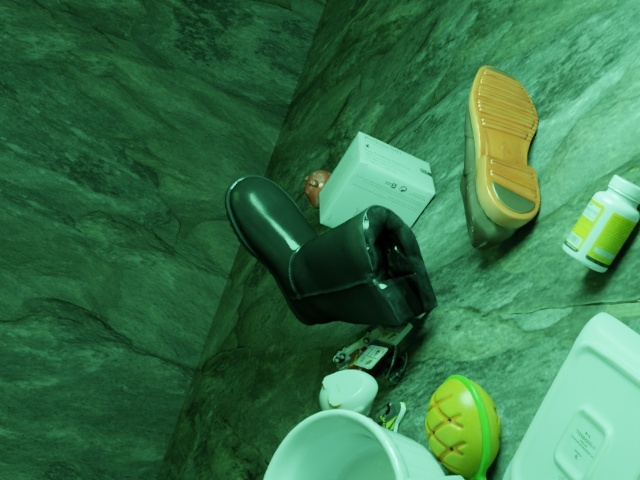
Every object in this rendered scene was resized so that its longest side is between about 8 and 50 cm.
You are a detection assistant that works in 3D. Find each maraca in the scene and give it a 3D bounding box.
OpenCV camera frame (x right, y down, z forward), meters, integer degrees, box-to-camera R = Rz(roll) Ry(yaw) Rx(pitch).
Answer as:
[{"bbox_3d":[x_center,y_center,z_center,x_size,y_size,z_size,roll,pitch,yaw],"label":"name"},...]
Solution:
[{"bbox_3d":[0.198,0.279,1.153,0.127,0.099,0.186,168,98,-71],"label":"maraca"}]

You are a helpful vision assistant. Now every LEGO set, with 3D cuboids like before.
[{"bbox_3d":[0.118,0.182,1.597,0.182,0.060,0.244,-45,12,-16],"label":"LEGO set"}]

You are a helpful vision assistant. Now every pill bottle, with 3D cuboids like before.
[{"bbox_3d":[0.368,-0.023,1.071,0.116,0.065,0.065,-62,17,16],"label":"pill bottle"}]

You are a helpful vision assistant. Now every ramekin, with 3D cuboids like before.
[{"bbox_3d":[0.050,0.379,1.134,0.277,0.135,0.277,-24,55,40],"label":"ramekin"}]

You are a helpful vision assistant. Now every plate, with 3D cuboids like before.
[{"bbox_3d":[0.309,0.238,0.942,0.278,0.045,0.277,-65,17,8],"label":"plate"}]

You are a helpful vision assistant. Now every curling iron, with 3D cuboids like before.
[{"bbox_3d":[0.090,0.261,1.613,0.274,0.035,0.068,-39,32,58],"label":"curling iron"}]

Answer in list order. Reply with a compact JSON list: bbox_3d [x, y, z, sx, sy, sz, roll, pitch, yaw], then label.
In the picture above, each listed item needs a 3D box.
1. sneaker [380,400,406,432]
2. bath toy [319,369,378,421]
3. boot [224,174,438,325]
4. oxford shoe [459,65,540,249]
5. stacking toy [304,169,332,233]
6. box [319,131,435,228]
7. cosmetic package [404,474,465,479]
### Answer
[{"bbox_3d":[0.118,0.316,1.453,0.083,0.035,0.031,-67,15,-2],"label":"sneaker"},{"bbox_3d":[0.056,0.377,1.378,0.348,0.151,0.129,-97,-11,-48],"label":"bath toy"},{"bbox_3d":[0.001,0.001,1.583,0.146,0.367,0.445,-38,8,-19],"label":"boot"},{"bbox_3d":[0.282,-0.150,1.414,0.133,0.130,0.364,123,162,-50],"label":"oxford shoe"},{"bbox_3d":[0.019,-0.055,2.101,0.279,0.130,0.309,-68,16,-4],"label":"stacking toy"},{"bbox_3d":[0.116,-0.100,1.760,0.182,0.181,0.119,-57,20,32],"label":"box"},{"bbox_3d":[0.144,0.466,0.804,0.377,0.097,0.284,49,121,44],"label":"cosmetic package"}]
